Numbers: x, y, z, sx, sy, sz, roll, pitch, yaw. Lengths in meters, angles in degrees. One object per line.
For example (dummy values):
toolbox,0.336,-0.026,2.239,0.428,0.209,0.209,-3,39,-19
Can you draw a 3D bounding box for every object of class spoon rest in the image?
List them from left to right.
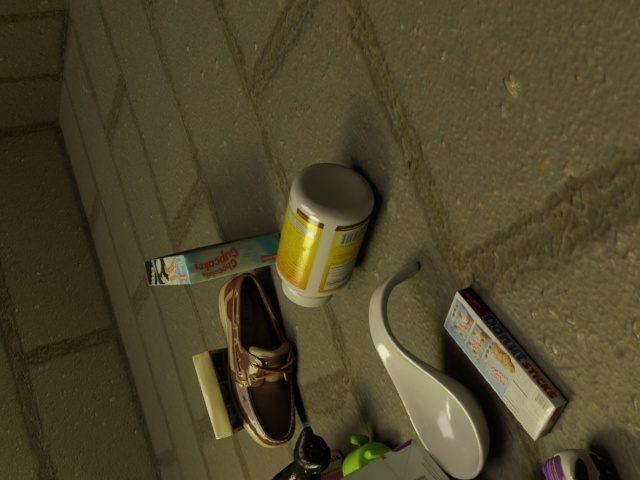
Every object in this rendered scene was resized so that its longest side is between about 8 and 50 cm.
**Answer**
spoon rest,0.130,0.169,0.943,0.276,0.084,0.137,69,154,16

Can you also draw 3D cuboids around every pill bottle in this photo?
pill bottle,0.000,0.000,1.081,0.117,0.117,0.215,58,148,34

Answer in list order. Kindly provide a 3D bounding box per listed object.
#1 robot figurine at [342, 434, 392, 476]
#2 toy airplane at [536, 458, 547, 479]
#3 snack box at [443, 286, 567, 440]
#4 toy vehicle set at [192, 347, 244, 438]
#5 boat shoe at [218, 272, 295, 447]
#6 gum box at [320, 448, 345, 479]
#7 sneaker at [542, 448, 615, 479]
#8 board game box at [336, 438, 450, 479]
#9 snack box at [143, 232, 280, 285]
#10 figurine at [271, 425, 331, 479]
robot figurine,0.076,0.354,1.161,0.115,0.067,0.101,127,138,-59
toy airplane,0.262,0.308,0.804,0.151,0.028,0.151,16,112,44
snack box,0.204,0.137,0.845,0.178,0.022,0.064,54,148,37
toy vehicle set,-0.185,0.306,1.541,0.267,0.035,0.166,31,-140,-80
boat shoe,-0.113,0.226,1.426,0.123,0.123,0.342,147,113,-64
gum box,0.025,0.484,1.333,0.107,0.062,0.188,45,141,47
sneaker,0.270,0.293,0.737,0.071,0.068,0.170,-41,58,57
board game box,0.112,0.431,0.991,0.144,0.142,0.275,43,149,49
snack box,-0.219,0.041,1.462,0.322,0.187,0.060,-8,95,65
figurine,0.001,0.429,1.181,0.215,0.092,0.209,57,147,32
